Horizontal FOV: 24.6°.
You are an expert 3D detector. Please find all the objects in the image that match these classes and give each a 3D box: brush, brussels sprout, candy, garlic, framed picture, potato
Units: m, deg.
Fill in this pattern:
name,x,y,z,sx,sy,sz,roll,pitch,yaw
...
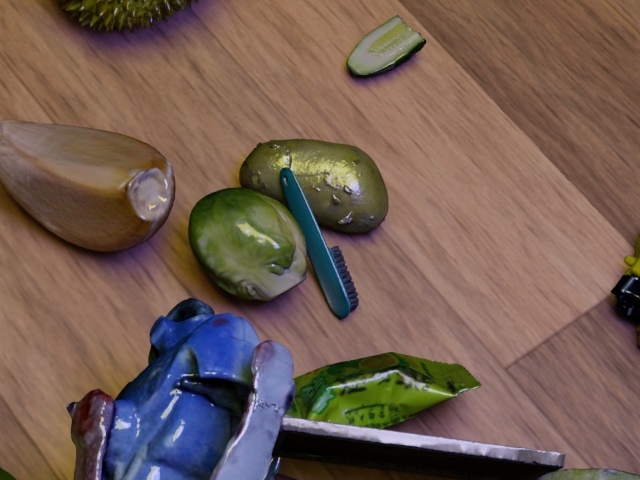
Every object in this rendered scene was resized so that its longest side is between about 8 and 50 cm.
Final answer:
name,x,y,z,sx,sy,sz,roll,pitch,yaw
brush,0.000,0.000,1.748,0.032,0.043,0.193,-18,84,-35
brussels sprout,-0.086,0.005,1.717,0.117,0.155,0.155,-37,63,18
candy,0.054,0.170,1.644,0.246,0.149,0.069,-9,105,-9
garlic,-0.280,-0.076,1.718,0.245,0.164,0.145,21,76,11
framed picture,0.093,0.227,1.557,0.290,0.211,0.020,8,75,-3
potato,-0.006,-0.071,1.798,0.188,0.085,0.105,12,80,4

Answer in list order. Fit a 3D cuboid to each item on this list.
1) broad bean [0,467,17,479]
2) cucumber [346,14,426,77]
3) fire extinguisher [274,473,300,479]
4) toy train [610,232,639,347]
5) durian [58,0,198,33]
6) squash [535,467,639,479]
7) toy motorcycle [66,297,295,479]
name,x,y,z,sx,sy,sz,roll,pitch,yaw
broad bean,-0.340,0.309,1.539,0.098,0.056,0.318,-16,65,-17
cucumber,0.082,-0.245,1.941,0.107,0.035,0.067,-35,59,-16
fire extinguisher,-0.062,0.315,1.548,0.337,0.106,0.147,18,74,4
toy train,0.427,0.043,1.784,0.127,0.089,0.219,31,60,23
durian,-0.237,-0.411,1.901,0.291,0.224,0.291,0,94,4
squash,0.259,0.443,1.418,0.263,0.263,0.384,22,60,6
toy motorcycle,-0.122,0.208,1.427,0.241,0.182,0.319,8,70,29
